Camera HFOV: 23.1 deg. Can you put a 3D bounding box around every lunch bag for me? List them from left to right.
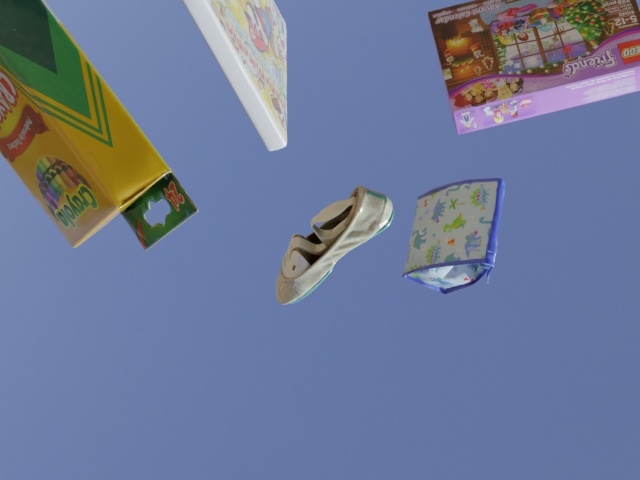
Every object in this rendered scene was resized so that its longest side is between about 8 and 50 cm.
[{"bbox_3d":[0.193,-0.008,2.116,0.151,0.096,0.129,-26,-131,57],"label":"lunch bag"}]

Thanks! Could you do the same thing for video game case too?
[{"bbox_3d":[-0.087,-0.240,1.629,0.026,0.227,0.206,-16,-136,14],"label":"video game case"}]

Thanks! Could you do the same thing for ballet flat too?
[{"bbox_3d":[0.000,0.000,1.531,0.168,0.052,0.057,-41,-145,28],"label":"ballet flat"}]

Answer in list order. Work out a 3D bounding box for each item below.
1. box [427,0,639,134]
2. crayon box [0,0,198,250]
[{"bbox_3d":[0.313,-0.273,2.223,0.293,0.057,0.201,-14,-127,5],"label":"box"},{"bbox_3d":[-0.281,-0.117,1.699,0.081,0.318,0.202,-39,-177,-26],"label":"crayon box"}]
